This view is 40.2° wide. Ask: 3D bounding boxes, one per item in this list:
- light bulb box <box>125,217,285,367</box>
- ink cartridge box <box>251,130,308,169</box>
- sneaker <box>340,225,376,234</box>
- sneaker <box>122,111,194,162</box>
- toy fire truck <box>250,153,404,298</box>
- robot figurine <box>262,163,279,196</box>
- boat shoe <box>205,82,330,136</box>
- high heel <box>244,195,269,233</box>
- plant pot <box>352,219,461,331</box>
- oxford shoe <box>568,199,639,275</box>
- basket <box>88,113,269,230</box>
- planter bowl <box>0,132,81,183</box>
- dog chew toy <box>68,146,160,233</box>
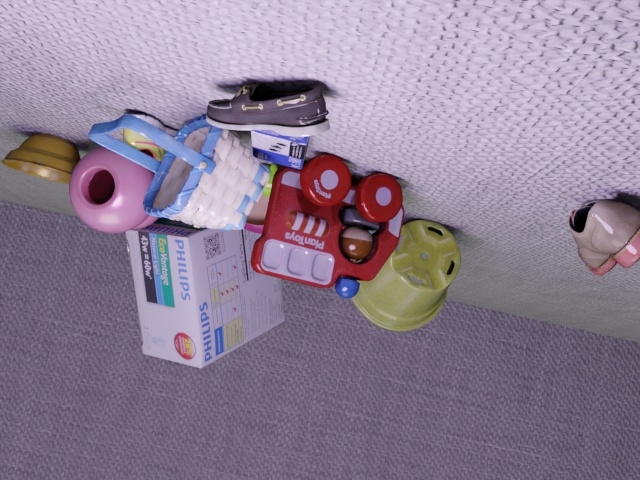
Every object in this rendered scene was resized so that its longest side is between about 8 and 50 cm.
[{"bbox_3d":[-0.295,0.098,2.327,0.225,0.358,0.361,7,-161,34],"label":"light bulb box"},{"bbox_3d":[-0.070,-0.177,1.547,0.097,0.046,0.207,14,173,-2],"label":"ink cartridge box"},{"bbox_3d":[0.064,-0.040,2.133,0.125,0.104,0.262,15,174,-42],"label":"sneaker"},{"bbox_3d":[-0.327,-0.183,1.746,0.081,0.094,0.208,6,172,32],"label":"sneaker"},{"bbox_3d":[0.020,-0.022,1.749,0.302,0.254,0.169,16,172,-27],"label":"toy fire truck"},{"bbox_3d":[-0.100,-0.126,1.893,0.115,0.067,0.101,12,164,0],"label":"robot figurine"},{"bbox_3d":[-0.084,-0.203,1.316,0.227,0.069,0.081,10,-153,35],"label":"boat shoe"},{"bbox_3d":[-0.184,-0.091,2.026,0.377,0.127,0.181,18,-178,-12],"label":"high heel"},{"bbox_3d":[0.229,0.068,2.206,0.276,0.276,0.254,14,160,-8],"label":"plant pot"},{"bbox_3d":[0.518,-0.022,1.605,0.130,0.123,0.348,38,177,7],"label":"oxford shoe"},{"bbox_3d":[-0.261,-0.138,1.576,0.289,0.201,0.254,25,172,-29],"label":"basket"},{"bbox_3d":[-0.663,-0.206,2.145,0.217,0.090,0.217,12,172,2],"label":"planter bowl"},{"bbox_3d":[-0.465,-0.116,2.126,0.206,0.207,0.332,11,180,13],"label":"dog chew toy"}]
